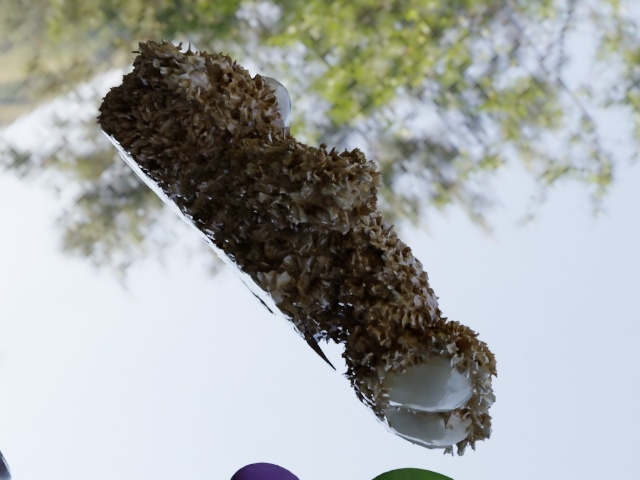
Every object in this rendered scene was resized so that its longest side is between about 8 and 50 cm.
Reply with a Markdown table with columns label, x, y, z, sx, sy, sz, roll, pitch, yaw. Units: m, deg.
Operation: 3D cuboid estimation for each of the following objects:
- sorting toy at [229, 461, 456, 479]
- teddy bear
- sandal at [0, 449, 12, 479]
| label | x | y | z | sx | sy | sz | roll | pitch | yaw |
| --- | --- | --- | --- | --- | --- | --- | --- | --- | --- |
| sorting toy | 0.085 | 0.263 | 1.248 | 0.126 | 0.366 | 0.127 | 117 | -18 | -44 |
| teddy bear | 0.000 | 0.000 | 1.062 | 0.113 | 0.245 | 0.338 | -42 | -125 | -7 |
| sandal | -0.300 | 0.108 | 1.146 | 0.060 | 0.219 | 0.090 | -47 | 163 | -18 |
